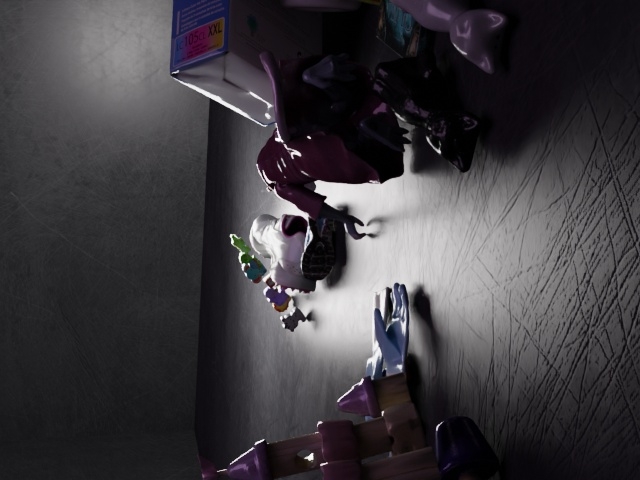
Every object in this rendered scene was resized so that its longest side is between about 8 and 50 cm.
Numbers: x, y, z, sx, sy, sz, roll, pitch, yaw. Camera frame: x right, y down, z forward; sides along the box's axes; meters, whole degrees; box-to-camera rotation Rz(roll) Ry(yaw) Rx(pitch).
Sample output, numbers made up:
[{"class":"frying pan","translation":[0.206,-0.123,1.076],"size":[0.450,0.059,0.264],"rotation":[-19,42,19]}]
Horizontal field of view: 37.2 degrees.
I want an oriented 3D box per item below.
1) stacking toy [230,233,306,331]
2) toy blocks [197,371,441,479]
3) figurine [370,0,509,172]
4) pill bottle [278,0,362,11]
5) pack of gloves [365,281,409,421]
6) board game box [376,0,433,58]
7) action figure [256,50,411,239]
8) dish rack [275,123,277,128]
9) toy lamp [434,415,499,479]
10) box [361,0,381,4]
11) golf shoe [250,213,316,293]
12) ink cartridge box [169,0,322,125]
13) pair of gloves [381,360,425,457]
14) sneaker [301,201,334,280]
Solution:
[{"class":"stacking toy","translation":[-0.125,0.094,2.103],"size":[0.221,0.052,0.167],"rotation":[52,177,-20]},{"class":"toy blocks","translation":[0.017,0.339,1.147],"size":[0.309,0.260,0.289],"rotation":[-104,-1,-74]},{"class":"figurine","translation":[0.156,-0.221,1.177],"size":[0.209,0.092,0.215],"rotation":[-121,33,-48]},{"class":"pill bottle","translation":[0.003,-0.525,1.607],"size":[0.146,0.146,0.264],"rotation":[-146,56,-73]},{"class":"pack of gloves","translation":[0.085,0.180,1.456],"size":[0.195,0.046,0.232],"rotation":[144,132,-73]},{"class":"board game box","translation":[0.125,-0.334,1.380],"size":[0.186,0.026,0.126],"rotation":[-119,32,-61]},{"class":"action figure","translation":[-0.023,-0.132,1.529],"size":[0.370,0.275,0.248],"rotation":[-28,69,58]},{"class":"dish rack","translation":[-0.041,-0.340,1.940],"size":[0.285,0.072,0.333],"rotation":[118,148,-64]},{"class":"toy lamp","translation":[0.188,0.329,1.071],"size":[0.080,0.080,0.275],"rotation":[107,156,-50]},{"class":"box","translation":[0.076,-0.468,1.379],"size":[0.058,0.087,0.232],"rotation":[-115,39,-57]},{"class":"golf shoe","translation":[-0.066,-0.006,2.016],"size":[0.306,0.115,0.140],"rotation":[-129,51,-58]},{"class":"ink cartridge box","translation":[-0.124,-0.443,1.711],"size":[0.151,0.270,0.396],"rotation":[-10,70,34]},{"class":"pair of gloves","translation":[0.117,0.277,1.448],"size":[0.159,0.023,0.198],"rotation":[108,158,-52]},{"class":"sneaker","translation":[0.000,0.000,1.853],"size":[0.073,0.063,0.162],"rotation":[-84,3,-78]}]
